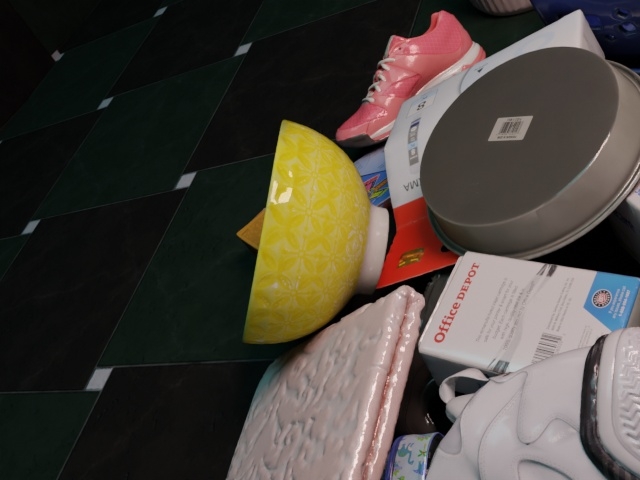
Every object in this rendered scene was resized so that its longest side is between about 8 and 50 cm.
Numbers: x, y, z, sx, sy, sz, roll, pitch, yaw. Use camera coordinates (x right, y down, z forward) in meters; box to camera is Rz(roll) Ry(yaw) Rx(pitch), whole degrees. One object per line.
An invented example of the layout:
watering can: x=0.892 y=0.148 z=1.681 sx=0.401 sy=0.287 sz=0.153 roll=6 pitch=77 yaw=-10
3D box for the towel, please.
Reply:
towel: x=-0.017 y=0.235 z=0.820 sx=0.332 sy=0.053 sz=0.317 roll=-37 pitch=28 yaw=51

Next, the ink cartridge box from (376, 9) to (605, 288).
ink cartridge box: x=0.216 y=-0.128 z=0.975 sx=0.308 sy=0.091 sz=0.385 roll=-22 pitch=27 yaw=35

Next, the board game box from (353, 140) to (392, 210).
board game box: x=0.112 y=-0.111 z=1.226 sx=0.281 sy=0.027 sz=0.145 roll=-35 pitch=36 yaw=1

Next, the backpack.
backpack: x=0.106 y=0.260 z=0.763 sx=0.084 sy=0.114 sz=0.105 roll=-10 pitch=45 yaw=30

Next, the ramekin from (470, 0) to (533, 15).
ramekin: x=0.383 y=-0.550 z=1.397 sx=0.272 sy=0.127 sz=0.273 roll=-21 pitch=40 yaw=19

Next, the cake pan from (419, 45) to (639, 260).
cake pan: x=0.235 y=-0.112 z=0.852 sx=0.293 sy=0.054 sz=0.293 roll=-29 pitch=41 yaw=28

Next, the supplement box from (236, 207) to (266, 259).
supplement box: x=-0.037 y=0.024 z=1.157 sx=0.080 sy=0.078 sz=0.233 roll=-47 pitch=39 yaw=-14

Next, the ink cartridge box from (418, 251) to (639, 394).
ink cartridge box: x=0.219 y=0.098 z=0.754 sx=0.190 sy=0.082 sz=0.140 roll=9 pitch=56 yaw=37

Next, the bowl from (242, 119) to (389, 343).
bowl: x=0.000 y=0.000 z=0.935 sx=0.155 sy=0.290 sz=0.290 roll=10 pitch=46 yaw=-4

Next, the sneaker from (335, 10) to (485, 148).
sneaker: x=0.135 y=-0.285 z=1.285 sx=0.313 sy=0.136 sz=0.116 roll=-38 pitch=17 yaw=-6

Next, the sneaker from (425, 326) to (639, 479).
sneaker: x=0.208 y=0.265 z=0.593 sx=0.210 sy=0.137 sz=0.366 roll=-15 pitch=75 yaw=35

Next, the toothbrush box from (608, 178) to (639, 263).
toothbrush box: x=0.466 y=-0.072 z=0.778 sx=0.283 sy=0.122 sz=0.206 roll=-26 pitch=15 yaw=11

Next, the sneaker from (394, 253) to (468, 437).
sneaker: x=0.169 y=0.126 z=0.887 sx=0.130 sy=0.109 sz=0.286 roll=27 pitch=75 yaw=39

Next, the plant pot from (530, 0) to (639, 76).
plant pot: x=0.475 y=-0.366 z=1.060 sx=0.235 sy=0.212 sz=0.236 roll=14 pitch=58 yaw=45
